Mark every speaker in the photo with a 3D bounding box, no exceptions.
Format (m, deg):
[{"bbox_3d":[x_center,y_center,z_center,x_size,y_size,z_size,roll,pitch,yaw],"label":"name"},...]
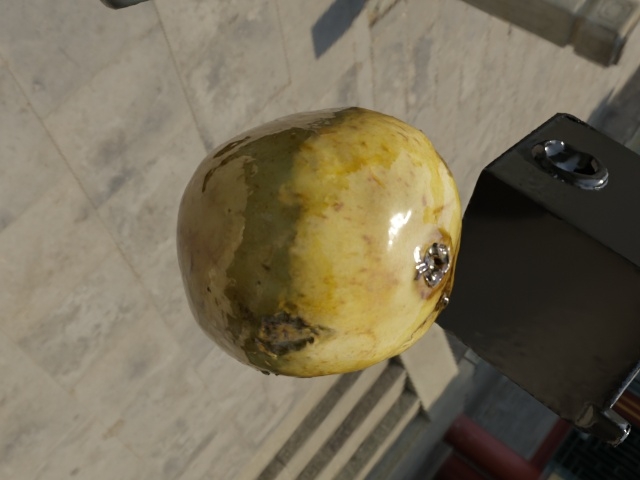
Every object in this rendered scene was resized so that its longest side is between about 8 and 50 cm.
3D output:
[{"bbox_3d":[0.282,0.036,0.837,0.184,0.254,0.232,-34,150,-38],"label":"speaker"}]

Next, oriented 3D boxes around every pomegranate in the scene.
[{"bbox_3d":[0.000,0.000,0.701,0.260,0.260,0.260,-44,156,-26],"label":"pomegranate"}]

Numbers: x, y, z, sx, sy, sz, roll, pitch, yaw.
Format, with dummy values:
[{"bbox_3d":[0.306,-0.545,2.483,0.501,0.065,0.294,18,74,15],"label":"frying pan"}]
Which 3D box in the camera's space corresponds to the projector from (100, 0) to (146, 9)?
[{"bbox_3d":[-0.173,-0.453,0.647,0.242,0.395,0.405,-24,127,-5],"label":"projector"}]
